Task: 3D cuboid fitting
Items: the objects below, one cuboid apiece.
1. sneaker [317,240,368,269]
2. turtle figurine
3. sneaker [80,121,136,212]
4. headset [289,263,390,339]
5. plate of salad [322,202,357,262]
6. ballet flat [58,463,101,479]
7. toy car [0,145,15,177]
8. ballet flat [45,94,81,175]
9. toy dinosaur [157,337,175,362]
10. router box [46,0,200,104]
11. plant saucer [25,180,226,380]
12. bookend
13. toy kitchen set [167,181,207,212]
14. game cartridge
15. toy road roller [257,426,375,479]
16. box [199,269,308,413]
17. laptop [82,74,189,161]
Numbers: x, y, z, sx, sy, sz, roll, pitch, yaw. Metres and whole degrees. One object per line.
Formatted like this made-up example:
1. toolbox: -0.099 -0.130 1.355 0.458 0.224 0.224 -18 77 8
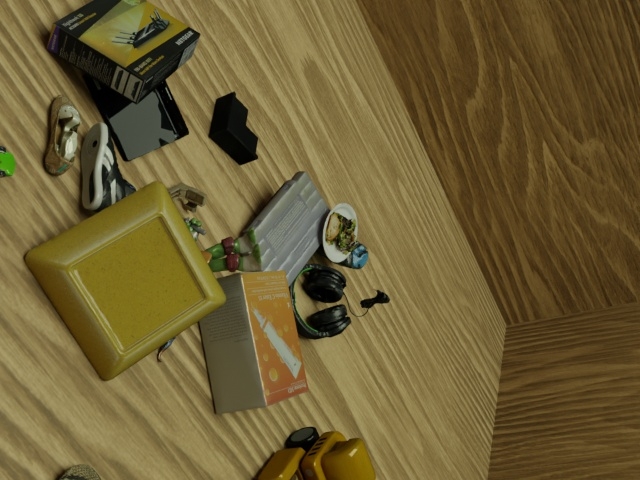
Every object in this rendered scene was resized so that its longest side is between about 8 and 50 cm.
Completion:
1. sneaker: 0.000 0.000 2.351 0.341 0.140 0.125 37 71 -23
2. turtle figurine: -0.288 0.007 1.669 0.198 0.266 0.274 179 -98 -78
3. sneaker: -0.490 -0.159 1.596 0.121 0.079 0.216 21 62 -51
4. headset: 0.048 0.199 2.251 0.394 0.185 0.243 10 68 -46
5. plate of salad: 0.075 -0.024 2.251 0.200 0.048 0.199 -16 110 -52
6. ballet flat: -0.436 0.635 1.204 0.164 0.182 0.482 47 39 -39
7. toy car: -0.689 -0.161 1.286 0.225 0.053 0.239 16 63 -57
8. ballet flat: -0.565 -0.242 1.524 0.073 0.067 0.206 27 54 -53
9. toy dinosaur: -0.375 0.242 1.670 0.082 0.047 0.090 -9 118 -69
10. router box: -0.471 -0.488 1.672 0.243 0.081 0.309 31 40 -5
11. plant saucer: -0.395 0.089 1.468 0.333 0.081 0.332 -34 110 -24
12. bookend: -0.257 -0.344 2.101 0.156 0.072 0.157 43 41 -45
13. toy kitchen set: -0.361 -0.099 1.814 0.075 0.083 0.068 -43 155 -58
14. game cartridge: -0.103 -0.026 2.134 0.230 0.068 0.355 54 54 -25
15. toy road roller: 0.002 0.661 1.889 0.329 0.241 0.202 -37 108 -59
16. box: -0.185 0.265 1.832 0.215 0.168 0.345 -1 77 -60
17. laptop: -0.473 -0.352 1.794 0.264 0.137 0.234 -95 163 -76
